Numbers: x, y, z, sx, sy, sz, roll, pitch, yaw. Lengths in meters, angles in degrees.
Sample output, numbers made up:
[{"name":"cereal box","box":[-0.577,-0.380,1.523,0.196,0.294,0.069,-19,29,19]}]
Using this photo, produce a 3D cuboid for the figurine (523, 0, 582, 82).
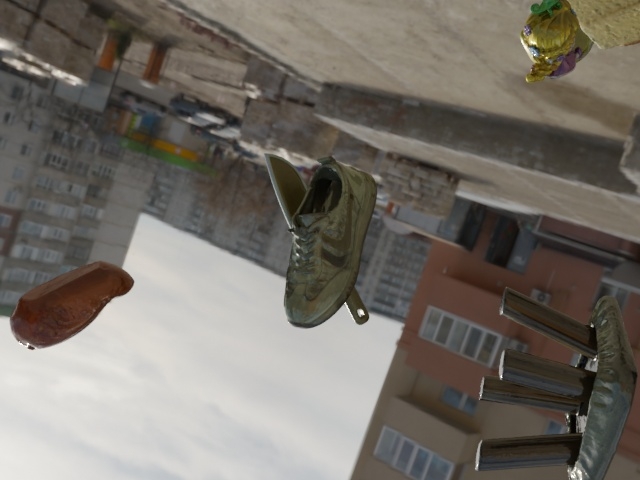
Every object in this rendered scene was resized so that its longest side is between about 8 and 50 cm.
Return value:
[{"name":"figurine","box":[0.377,-0.339,1.196,0.095,0.115,0.156,34,164,36]}]

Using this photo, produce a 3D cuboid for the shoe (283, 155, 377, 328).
[{"name":"shoe","box":[0.000,0.000,1.089,0.103,0.275,0.098,-2,154,43]}]

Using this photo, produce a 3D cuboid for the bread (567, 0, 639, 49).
[{"name":"bread","box":[0.633,-0.555,1.371,0.207,0.279,0.279,36,155,-25]}]

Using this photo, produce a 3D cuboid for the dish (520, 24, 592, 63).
[{"name":"dish","box":[0.558,-0.453,1.608,0.208,0.148,0.080,-4,-153,-15]}]

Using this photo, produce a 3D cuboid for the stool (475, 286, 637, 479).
[{"name":"stool","box":[0.431,0.270,1.340,0.226,0.310,0.310,11,-153,8]}]

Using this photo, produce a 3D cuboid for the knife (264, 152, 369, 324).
[{"name":"knife","box":[-0.008,-0.001,1.230,0.061,0.343,0.027,-28,-174,-20]}]

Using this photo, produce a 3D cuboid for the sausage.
[{"name":"sausage","box":[-0.347,0.085,1.003,0.179,0.089,0.089,-34,-144,-29]}]
